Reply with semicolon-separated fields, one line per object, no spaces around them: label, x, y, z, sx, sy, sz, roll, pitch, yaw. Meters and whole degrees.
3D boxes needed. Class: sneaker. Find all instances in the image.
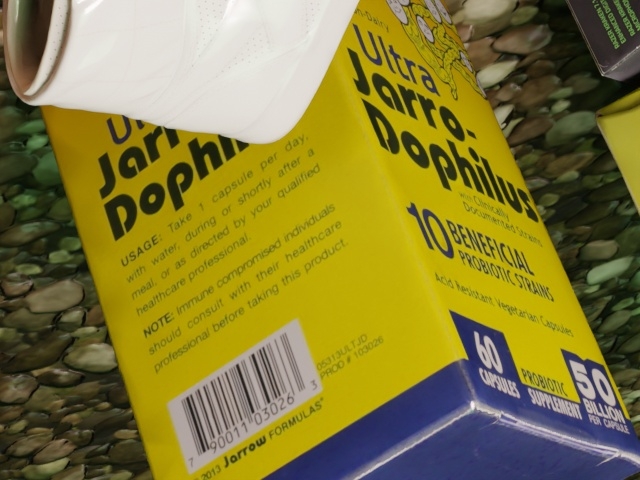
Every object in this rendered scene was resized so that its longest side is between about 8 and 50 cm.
sneaker;-0.047;-0.175;0.869;0.169;0.108;0.293;3;121;-37

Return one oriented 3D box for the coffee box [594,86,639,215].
coffee box;0.423;0.021;1.149;0.338;0.338;0.334;-31;153;20

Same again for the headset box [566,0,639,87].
headset box;0.306;-0.196;1.185;0.246;0.131;0.283;10;140;-45

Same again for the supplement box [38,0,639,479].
supplement box;0.000;0.000;1.086;0.195;0.357;0.194;-34;150;23
